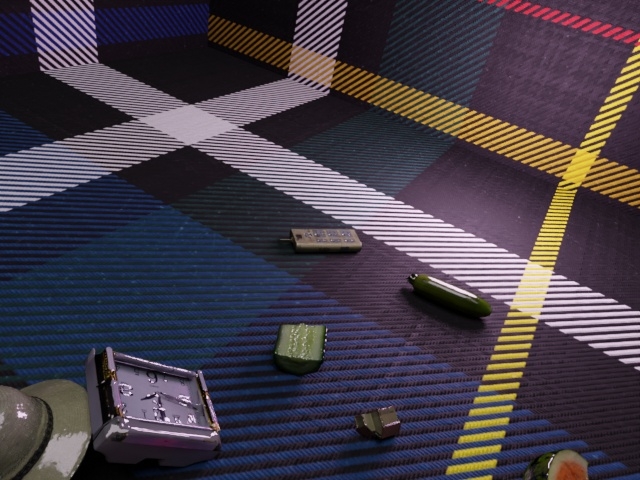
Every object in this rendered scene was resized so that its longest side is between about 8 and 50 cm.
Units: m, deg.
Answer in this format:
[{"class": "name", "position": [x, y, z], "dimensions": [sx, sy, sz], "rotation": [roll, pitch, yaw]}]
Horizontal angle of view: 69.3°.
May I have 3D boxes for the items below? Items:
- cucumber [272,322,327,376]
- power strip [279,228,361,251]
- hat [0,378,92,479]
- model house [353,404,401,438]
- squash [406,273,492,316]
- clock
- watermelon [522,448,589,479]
[{"class": "cucumber", "position": [-0.046, 0.249, 1.074], "dimensions": [0.116, 0.062, 0.115], "rotation": [6, 33, 2]}, {"class": "power strip", "position": [0.000, 0.000, 1.457], "dimensions": [0.267, 0.034, 0.092], "rotation": [0, 38, -18]}, {"class": "hat", "position": [-0.502, 0.300, 0.708], "dimensions": [0.256, 0.130, 0.257], "rotation": [-10, 44, 10]}, {"class": "model house", "position": [0.120, 0.381, 0.961], "dimensions": [0.083, 0.057, 0.058], "rotation": [6, 58, -44]}, {"class": "squash", "position": [0.369, 0.157, 1.336], "dimensions": [0.257, 0.069, 0.069], "rotation": [22, 36, 12]}, {"class": "clock", "position": [-0.299, 0.300, 0.832], "dimensions": [0.253, 0.083, 0.186], "rotation": [34, 15, -45]}, {"class": "watermelon", "position": [0.470, 0.494, 0.917], "dimensions": [0.119, 0.063, 0.245], "rotation": [48, 39, 13]}]
